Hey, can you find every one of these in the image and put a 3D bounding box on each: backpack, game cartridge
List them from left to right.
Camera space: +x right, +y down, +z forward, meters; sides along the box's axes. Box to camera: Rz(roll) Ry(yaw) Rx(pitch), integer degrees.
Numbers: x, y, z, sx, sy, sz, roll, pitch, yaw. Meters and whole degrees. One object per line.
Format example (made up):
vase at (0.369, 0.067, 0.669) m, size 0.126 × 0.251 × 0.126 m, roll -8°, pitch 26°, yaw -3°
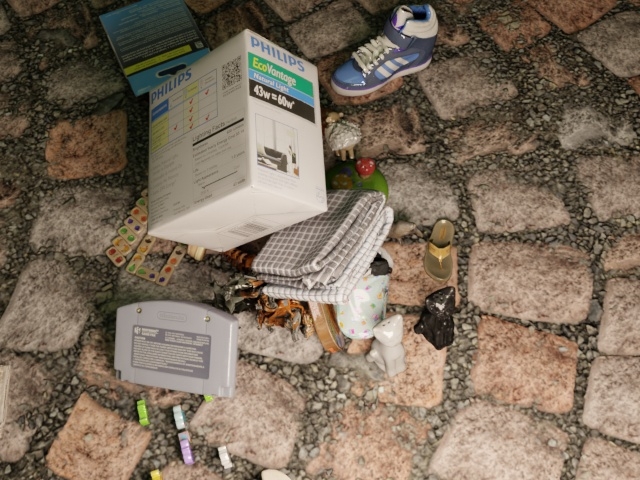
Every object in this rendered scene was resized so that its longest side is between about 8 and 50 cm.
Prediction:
game cartridge at (-0.320, 0.231, 1.654) m, size 0.297 × 0.062 × 0.198 m, roll 5°, pitch 89°, yaw 21°
backpack at (0.086, 0.133, 1.702) m, size 0.152 × 0.115 × 0.182 m, roll 1°, pitch 98°, yaw 6°

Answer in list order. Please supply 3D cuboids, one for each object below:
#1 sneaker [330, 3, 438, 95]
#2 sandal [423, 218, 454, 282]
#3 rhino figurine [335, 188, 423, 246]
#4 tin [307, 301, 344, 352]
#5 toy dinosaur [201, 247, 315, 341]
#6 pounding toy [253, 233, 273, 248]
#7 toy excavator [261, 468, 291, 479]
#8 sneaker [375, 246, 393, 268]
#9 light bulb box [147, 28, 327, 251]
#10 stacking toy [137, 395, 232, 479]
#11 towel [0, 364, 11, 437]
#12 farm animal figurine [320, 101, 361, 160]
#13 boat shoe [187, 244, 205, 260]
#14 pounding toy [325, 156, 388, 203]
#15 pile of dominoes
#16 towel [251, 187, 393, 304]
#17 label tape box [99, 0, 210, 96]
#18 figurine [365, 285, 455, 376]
sneaker at (0.174, -0.547, 2.058) m, size 0.323 × 0.236 × 0.130 m, roll -21°, pitch 60°, yaw -9°
sandal at (0.294, 0.018, 1.826) m, size 0.072 × 0.049 × 0.180 m, roll 9°, pitch 60°, yaw 9°
rhino figurine at (0.137, -0.047, 1.837) m, size 0.243 × 0.106 × 0.073 m, roll 16°, pitch 57°, yaw -2°
tin at (0.007, 0.168, 1.717) m, size 0.040 × 0.106 × 0.189 m, roll -21°, pitch 64°, yaw 9°
toy dinosaur at (-0.153, 0.127, 1.761) m, size 0.218 × 0.164 × 0.322 m, roll -27°, pitch 38°, yaw -28°
pounding toy at (-0.095, -0.088, 1.868) m, size 0.206 × 0.094 × 0.181 m, roll -27°, pitch 27°, yaw -2°
toy excavator at (-0.280, 0.637, 1.421) m, size 0.433 × 0.222 × 0.445 m, roll 6°, pitch 51°, yaw 6°
sneaker at (0.034, 0.048, 1.799) m, size 0.268 × 0.101 × 0.153 m, roll 25°, pitch 65°, yaw 24°
light bulb box at (-0.194, -0.205, 1.658) m, size 0.358 × 0.225 × 0.361 m, roll -19°, pitch 66°, yaw 39°
stacking toy at (-0.300, 0.421, 1.623) m, size 0.167 × 0.052 × 0.221 m, roll -18°, pitch 59°, yaw -7°
towel at (-0.849, 0.373, 1.687) m, size 0.282 × 0.049 × 0.187 m, roll -8°, pitch 59°, yaw -1°
farm animal figurine at (-0.097, -0.302, 1.909) m, size 0.330 × 0.172 × 0.327 m, roll -16°, pitch 35°, yaw -13°
boat shoe at (-0.316, -0.110, 1.879) m, size 0.110 × 0.121 × 0.341 m, roll 9°, pitch 61°, yaw -13°
pounding toy at (0.059, -0.158, 1.910) m, size 0.237 × 0.110 × 0.183 m, roll 18°, pitch 62°, yaw 13°
pile of dominoes at (-0.425, -0.024, 1.901) m, size 0.196 × 0.040 × 0.251 m, roll 18°, pitch 62°, yaw 14°
towel at (0.000, 0.000, 1.651) m, size 0.235 × 0.121 × 0.283 m, roll 4°, pitch 47°, yaw 41°
label tape box at (-0.467, -0.552, 2.176) m, size 0.249 × 0.115 × 0.347 m, roll -24°, pitch 63°, yaw -10°
figurine at (0.201, 0.193, 1.635) m, size 0.215 × 0.209 × 0.092 m, roll -27°, pitch 61°, yaw -12°
